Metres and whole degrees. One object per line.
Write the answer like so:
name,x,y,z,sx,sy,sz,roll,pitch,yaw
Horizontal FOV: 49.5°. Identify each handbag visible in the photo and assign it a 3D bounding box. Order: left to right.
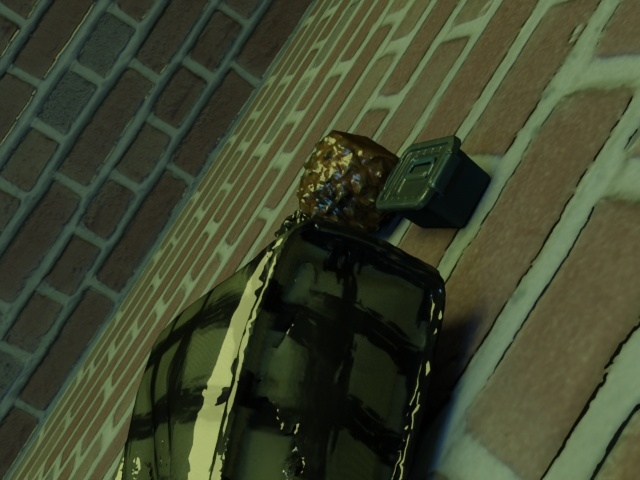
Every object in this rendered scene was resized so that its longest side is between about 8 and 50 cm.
handbag,-0.067,0.184,0.533,0.325,0.162,0.327,-35,36,56

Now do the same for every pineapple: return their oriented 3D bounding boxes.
pineapple,0.000,0.000,0.748,0.237,0.111,0.119,-62,-15,13

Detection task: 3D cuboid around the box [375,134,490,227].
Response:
box,0.103,-0.048,0.631,0.074,0.054,0.099,-62,19,-9
